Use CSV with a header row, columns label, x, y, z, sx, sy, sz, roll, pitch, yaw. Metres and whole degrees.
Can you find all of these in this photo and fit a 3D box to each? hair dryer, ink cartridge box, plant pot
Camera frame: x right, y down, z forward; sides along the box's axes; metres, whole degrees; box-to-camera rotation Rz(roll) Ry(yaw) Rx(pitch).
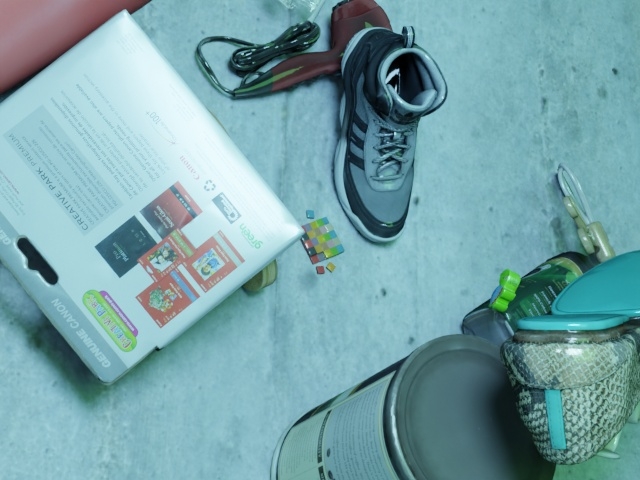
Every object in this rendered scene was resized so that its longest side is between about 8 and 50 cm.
label,x,y,z,sx,sy,sz,roll,pitch,yaw
hair dryer,0.001,-0.226,1.895,0.293,0.080,0.224,31,74,-10
ink cartridge box,-0.222,-0.040,1.610,0.272,0.130,0.309,-38,91,-9
plant pot,-0.339,-0.300,1.615,0.275,0.275,0.243,45,65,-6

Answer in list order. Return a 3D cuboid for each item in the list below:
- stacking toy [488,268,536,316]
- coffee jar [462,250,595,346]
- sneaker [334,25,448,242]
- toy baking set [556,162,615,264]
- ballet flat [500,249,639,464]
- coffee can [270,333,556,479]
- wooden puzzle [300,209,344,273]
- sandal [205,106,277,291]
label,x,y,z,sx,sy,sz,roll,pitch,yaw
stacking toy,0.239,0.151,1.787,0.167,0.221,0.052,23,18,-19
coffee jar,0.273,0.083,1.885,0.184,0.096,0.079,-30,90,-35
sneaker,0.085,-0.130,1.799,0.101,0.153,0.269,-2,92,-18
toy baking set,0.366,-0.002,1.949,0.197,0.030,0.256,59,14,-19
ballet flat,0.305,0.132,1.586,0.483,0.164,0.182,-21,108,-64
coffee can,0.093,0.238,1.605,0.201,0.275,0.202,12,64,-26
wooden puzzle,0.000,0.000,1.820,0.049,0.006,0.083,-22,81,-35
sandal,-0.133,-0.047,1.715,0.079,0.088,0.240,-23,87,-40
